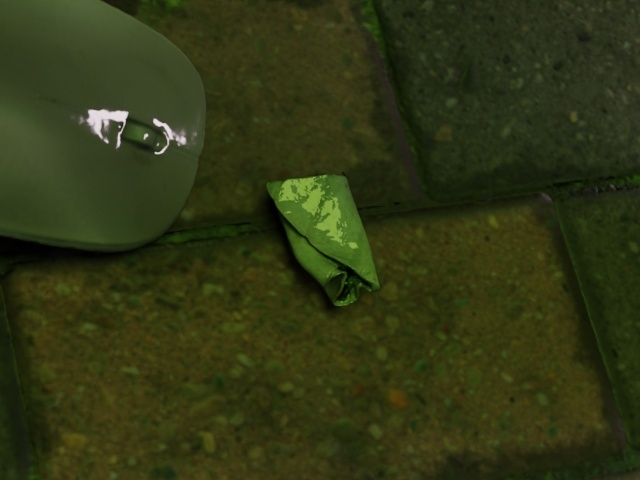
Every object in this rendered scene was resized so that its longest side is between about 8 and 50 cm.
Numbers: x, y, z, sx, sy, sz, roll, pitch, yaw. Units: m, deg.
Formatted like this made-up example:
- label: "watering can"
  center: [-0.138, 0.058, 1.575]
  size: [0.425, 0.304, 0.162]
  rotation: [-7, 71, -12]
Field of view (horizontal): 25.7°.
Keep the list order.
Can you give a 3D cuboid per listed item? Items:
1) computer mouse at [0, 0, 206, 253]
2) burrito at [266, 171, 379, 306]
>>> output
- label: "computer mouse"
  center: [-0.218, -0.100, 1.025]
  size: [0.331, 0.095, 0.197]
  rotation: [15, 84, -39]
- label: "burrito"
  center: [0.003, -0.001, 1.158]
  size: [0.074, 0.044, 0.118]
  rotation: [-11, 71, -21]
